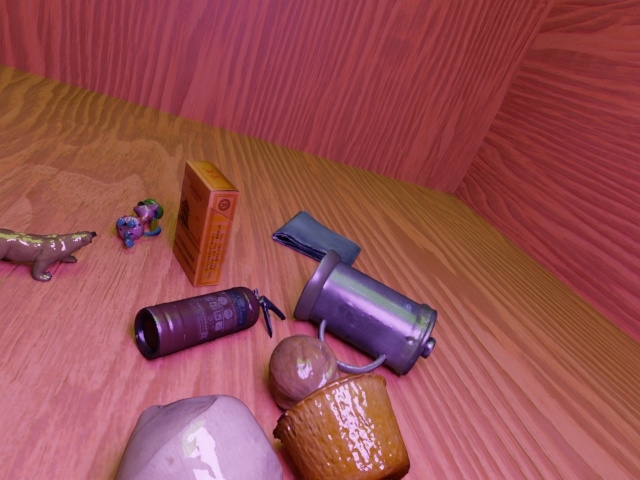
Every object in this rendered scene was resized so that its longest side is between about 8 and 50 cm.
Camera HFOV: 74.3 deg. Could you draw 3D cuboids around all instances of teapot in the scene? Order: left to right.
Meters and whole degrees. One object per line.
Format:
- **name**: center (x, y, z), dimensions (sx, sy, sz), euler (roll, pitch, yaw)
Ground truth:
- **teapot**: center (0.111, 0.204, 1.037), dimensions (0.336, 0.200, 0.270), euler (28, 50, 10)

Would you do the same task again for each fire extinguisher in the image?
- **fire extinguisher**: center (-0.213, 0.177, 0.923), dimensions (0.344, 0.102, 0.138), euler (-7, 69, -49)

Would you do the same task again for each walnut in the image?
- **walnut**: center (-0.034, 0.263, 0.831), dimensions (0.167, 0.149, 0.166), euler (51, 5, -6)

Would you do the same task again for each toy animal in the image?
- **toy animal**: center (-0.606, 0.019, 0.902), dimensions (0.218, 0.101, 0.103), euler (8, 26, -29)
- **toy animal**: center (-0.492, -0.046, 1.162), dimensions (0.103, 0.100, 0.208), euler (40, 11, -14)

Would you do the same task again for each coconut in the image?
- **coconut**: center (-0.160, 0.306, 0.555), dimensions (0.224, 0.224, 0.224), euler (18, 24, -8)

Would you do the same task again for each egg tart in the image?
- **egg tart**: center (0.041, 0.325, 0.693), dimensions (0.215, 0.215, 0.171), euler (4, 40, -35)

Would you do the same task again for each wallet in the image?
- **wallet**: center (0.000, -0.001, 1.518), dimensions (0.290, 0.054, 0.251), euler (26, 25, 7)

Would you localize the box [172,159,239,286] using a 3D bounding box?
- **box**: center (-0.298, -0.042, 1.075), dimensions (0.076, 0.274, 0.174), euler (-5, 35, -39)
